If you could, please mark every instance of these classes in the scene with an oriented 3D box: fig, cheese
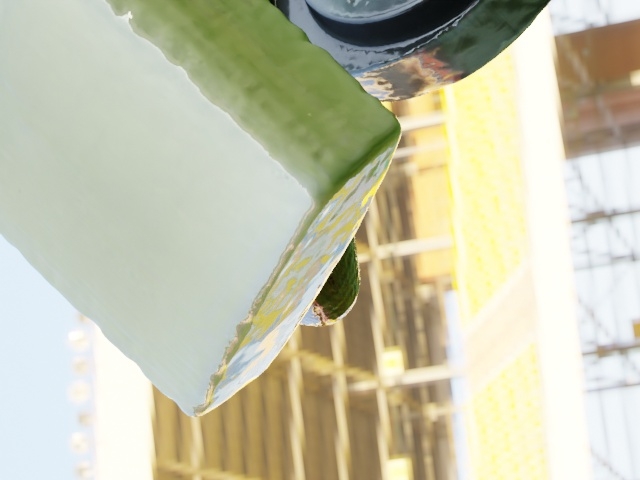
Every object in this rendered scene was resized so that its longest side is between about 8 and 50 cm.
[{"bbox_3d":[0.000,0.000,1.961,0.201,0.146,0.133,-52,-22,-26],"label":"fig"},{"bbox_3d":[-0.104,-0.058,1.135,0.265,0.242,0.124,43,-134,15],"label":"cheese"}]

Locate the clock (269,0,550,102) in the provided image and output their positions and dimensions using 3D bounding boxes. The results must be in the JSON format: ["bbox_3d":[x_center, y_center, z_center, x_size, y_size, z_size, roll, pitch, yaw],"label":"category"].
[{"bbox_3d":[0.081,-0.268,1.465,0.067,0.325,0.325,35,-133,-44],"label":"clock"}]
